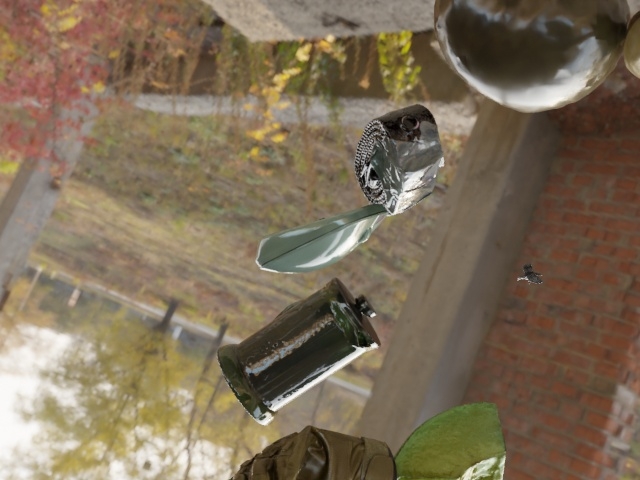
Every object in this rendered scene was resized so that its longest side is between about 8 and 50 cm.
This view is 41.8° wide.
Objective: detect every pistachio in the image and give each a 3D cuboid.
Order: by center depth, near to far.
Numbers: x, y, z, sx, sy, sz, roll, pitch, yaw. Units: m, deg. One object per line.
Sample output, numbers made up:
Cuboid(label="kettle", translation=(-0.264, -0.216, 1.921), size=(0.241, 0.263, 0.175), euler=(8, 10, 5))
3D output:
Cuboid(label="pistachio", translation=(0.725, -0.418, 1.726), size=(0.181, 0.162, 0.293), euler=(18, 180, 3))

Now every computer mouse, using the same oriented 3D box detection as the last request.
Cuboid(label="computer mouse", translation=(0.001, 0.006, 1.618), size=(0.288, 0.097, 0.159), euler=(-15, 180, 36))

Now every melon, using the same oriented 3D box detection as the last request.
Cuboid(label="melon", translation=(0.287, 0.551, 1.765), size=(0.226, 0.331, 0.344), euler=(25, 128, 34))

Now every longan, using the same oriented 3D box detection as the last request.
Cuboid(label="longan", translation=(0.487, -0.494, 1.956), size=(0.435, 0.404, 0.404), euler=(10, 166, 16))

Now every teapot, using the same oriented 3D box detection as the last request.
Cuboid(label="teapot", translation=(-0.037, 0.217, 1.845), size=(0.200, 0.337, 0.270), euler=(54, -174, -25))

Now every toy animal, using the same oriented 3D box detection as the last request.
Cuboid(label="toy animal", translation=(0.462, 0.079, 1.860), size=(0.028, 0.050, 0.084), euler=(47, -166, -24))

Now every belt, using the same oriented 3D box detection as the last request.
Cuboid(label="belt", translation=(0.162, -0.173, 1.862), size=(0.184, 0.164, 0.289), euler=(60, 161, 21))

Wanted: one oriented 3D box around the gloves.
Cuboid(label="gloves", translation=(-0.033, 0.387, 1.362), size=(0.331, 0.154, 0.141), euler=(4, -144, -30))
